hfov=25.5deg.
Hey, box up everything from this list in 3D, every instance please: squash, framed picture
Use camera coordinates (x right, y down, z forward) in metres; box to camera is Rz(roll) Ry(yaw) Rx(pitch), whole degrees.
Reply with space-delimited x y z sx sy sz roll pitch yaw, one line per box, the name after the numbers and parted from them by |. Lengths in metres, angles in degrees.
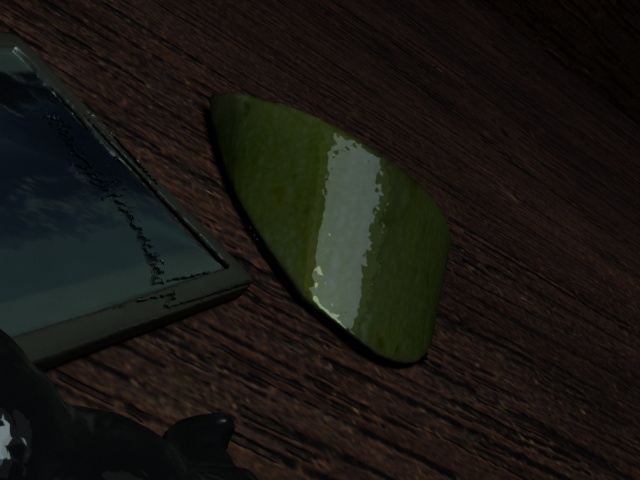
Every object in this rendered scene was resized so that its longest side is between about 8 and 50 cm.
0.000 0.000 1.100 0.237 0.155 0.204 35 -16 -16 | squash
-0.189 -0.034 0.796 0.247 0.022 0.335 46 19 10 | framed picture

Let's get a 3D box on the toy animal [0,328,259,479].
-0.052 0.146 0.552 0.343 0.106 0.168 41 18 -14 | toy animal
